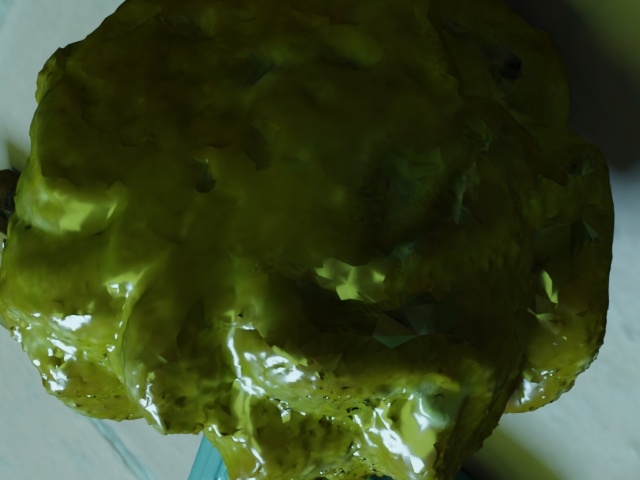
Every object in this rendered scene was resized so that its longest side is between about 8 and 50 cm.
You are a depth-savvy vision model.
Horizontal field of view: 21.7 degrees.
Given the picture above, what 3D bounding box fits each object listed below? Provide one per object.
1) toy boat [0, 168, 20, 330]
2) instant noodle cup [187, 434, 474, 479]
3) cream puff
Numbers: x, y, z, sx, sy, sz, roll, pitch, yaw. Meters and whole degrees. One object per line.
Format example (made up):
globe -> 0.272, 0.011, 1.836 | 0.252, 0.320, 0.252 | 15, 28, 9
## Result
toy boat -> -0.151, 0.020, 0.949 | 0.200, 0.057, 0.077 | 31, 131, 23
instant noodle cup -> 0.017, 0.147, 0.871 | 0.179, 0.070, 0.157 | 39, 141, 14
cream puff -> -0.006, -0.010, 0.654 | 0.244, 0.244, 0.196 | 48, 154, 4
